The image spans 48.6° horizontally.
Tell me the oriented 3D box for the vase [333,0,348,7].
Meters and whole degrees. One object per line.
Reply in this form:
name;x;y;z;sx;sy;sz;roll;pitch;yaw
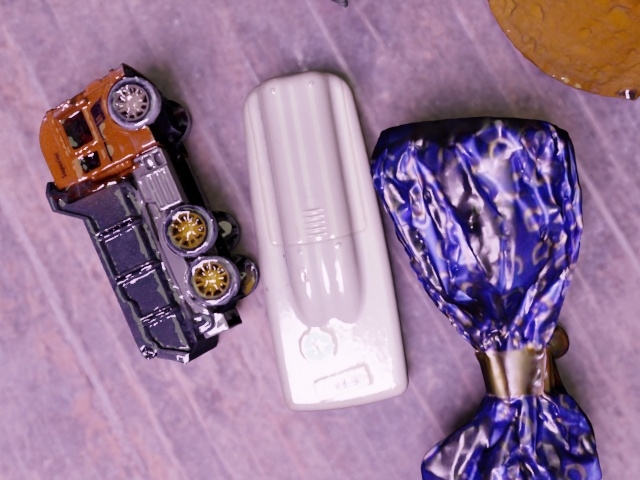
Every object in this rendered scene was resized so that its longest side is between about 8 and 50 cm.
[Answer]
vase;-0.048;-0.214;0.491;0.149;0.081;0.081;11;87;6

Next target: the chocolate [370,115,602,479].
chocolate;0.119;0.094;0.451;0.148;0.126;0.343;-7;90;-43

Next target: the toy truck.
toy truck;-0.112;-0.014;0.476;0.092;0.083;0.192;-25;87;5

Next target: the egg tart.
egg tart;0.214;-0.201;0.446;0.203;0.147;0.202;0;89;1

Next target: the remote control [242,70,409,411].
remote control;0.000;0.000;0.488;0.090;0.049;0.230;-10;88;3
